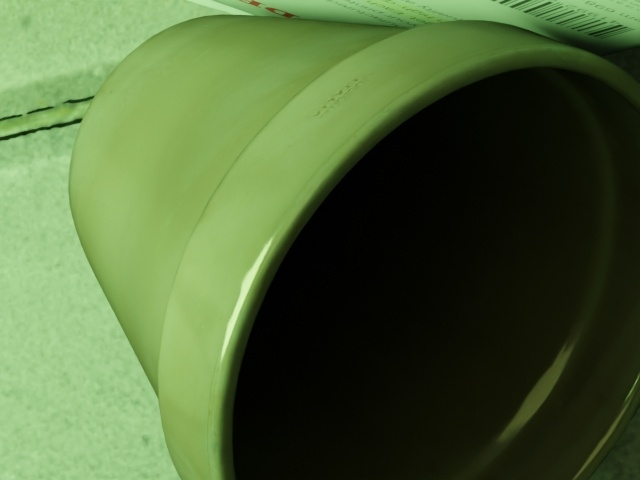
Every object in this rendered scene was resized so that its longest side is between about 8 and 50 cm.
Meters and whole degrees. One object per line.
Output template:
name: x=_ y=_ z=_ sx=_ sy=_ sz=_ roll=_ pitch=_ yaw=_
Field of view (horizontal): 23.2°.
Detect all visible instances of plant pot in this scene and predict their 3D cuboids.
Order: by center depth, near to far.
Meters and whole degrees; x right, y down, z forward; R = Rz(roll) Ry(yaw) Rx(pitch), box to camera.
plant pot: x=0.000 y=0.000 z=0.896 sx=0.280 sy=0.323 sz=0.323 roll=34 pitch=91 yaw=44

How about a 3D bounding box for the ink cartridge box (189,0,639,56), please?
ink cartridge box: x=0.048 y=-0.211 z=0.834 sx=0.279 sy=0.384 sz=0.160 roll=18 pitch=85 yaw=-15
